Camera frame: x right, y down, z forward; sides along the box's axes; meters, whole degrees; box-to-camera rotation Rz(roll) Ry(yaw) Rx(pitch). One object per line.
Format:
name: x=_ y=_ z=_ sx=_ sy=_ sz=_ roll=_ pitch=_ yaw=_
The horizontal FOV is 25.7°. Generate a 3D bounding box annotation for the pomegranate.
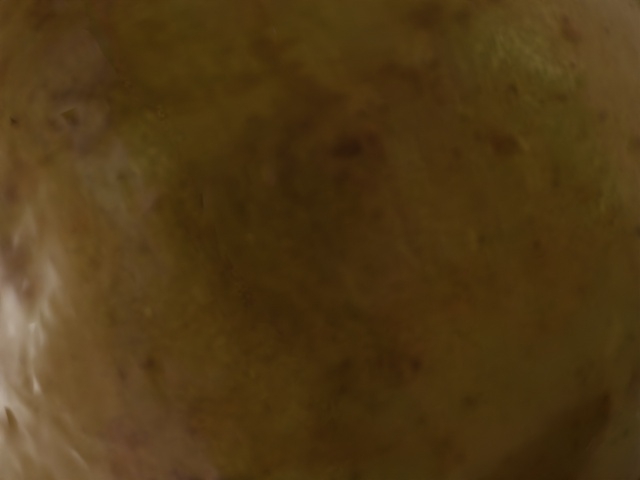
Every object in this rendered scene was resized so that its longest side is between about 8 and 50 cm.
pomegranate: x=0.000 y=0.000 z=0.499 sx=0.338 sy=0.338 sz=0.338 roll=3 pitch=-93 yaw=-51
